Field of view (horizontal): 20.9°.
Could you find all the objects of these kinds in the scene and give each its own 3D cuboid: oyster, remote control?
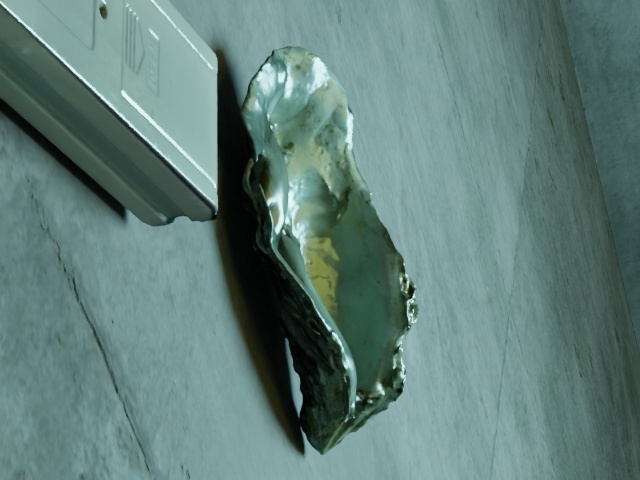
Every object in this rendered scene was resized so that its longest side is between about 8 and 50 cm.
[{"bbox_3d":[0.003,0.000,1.220,0.252,0.087,0.199,59,36,-37],"label":"oyster"},{"bbox_3d":[-0.126,-0.104,0.892,0.277,0.056,0.102,46,38,-61],"label":"remote control"}]
